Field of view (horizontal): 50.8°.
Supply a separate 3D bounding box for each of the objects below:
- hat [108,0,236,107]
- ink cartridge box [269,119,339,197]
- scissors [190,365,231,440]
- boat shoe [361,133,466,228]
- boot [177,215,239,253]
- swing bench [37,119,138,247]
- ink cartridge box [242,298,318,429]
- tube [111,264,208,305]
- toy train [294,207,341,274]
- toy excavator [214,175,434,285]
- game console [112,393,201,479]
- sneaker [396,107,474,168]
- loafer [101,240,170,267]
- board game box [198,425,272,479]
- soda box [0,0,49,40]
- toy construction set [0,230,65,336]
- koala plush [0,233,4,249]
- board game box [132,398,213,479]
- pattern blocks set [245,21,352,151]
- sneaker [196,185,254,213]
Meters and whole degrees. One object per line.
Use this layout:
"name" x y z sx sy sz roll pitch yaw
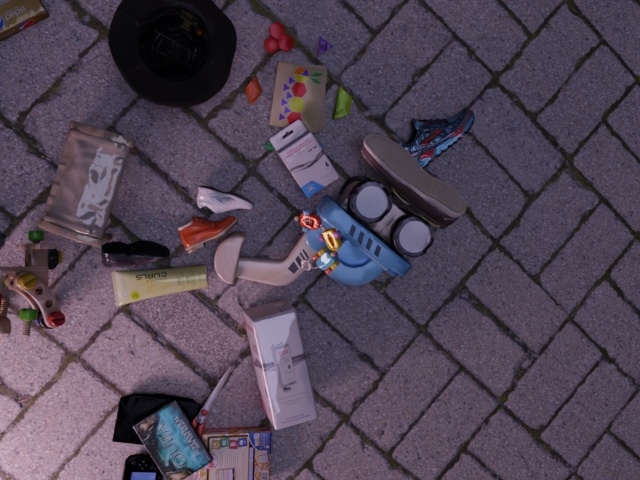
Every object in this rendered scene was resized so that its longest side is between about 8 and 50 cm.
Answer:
"hat" -0.374 -0.466 1.670 0.331 0.134 0.331 5 77 -24
"ink cartridge box" -0.044 -0.216 1.775 0.104 0.060 0.180 -34 108 -1
"scissors" -0.319 0.459 1.750 0.109 0.021 0.297 16 90 -8
"boat shoe" 0.230 -0.153 1.780 0.324 0.097 0.116 37 48 0
"boot" -0.293 -0.037 1.753 0.158 0.059 0.085 -28 94 -9
"swing bench" -0.546 -0.134 1.588 0.165 0.254 0.253 18 89 -13
"ink cartridge box" -0.108 0.311 1.736 0.117 0.207 0.283 -13 95 -13
"tube" -0.410 0.109 1.736 0.240 0.062 0.070 -7 54 -7
"toy train" 0.000 0.000 1.649 0.125 0.046 0.166 15 123 26
"toy excavator" 0.006 0.019 1.760 0.433 0.222 0.445 38 93 -11
"game console" -0.443 0.579 1.761 0.213 0.044 0.361 10 92 -13
"sneaker" 0.306 -0.295 1.848 0.262 0.104 0.125 -39 98 -8
"loafer" -0.473 0.039 1.724 0.170 0.062 0.061 3 131 -19
"board game box" -0.229 0.579 1.807 0.193 0.045 0.147 2 93 -13
"soda box" -0.751 -0.529 1.618 0.181 0.061 0.058 -31 100 -9
"toy construction set" -0.713 0.087 1.555 0.257 0.309 0.237 8 87 -21
"koala plush" -0.878 -0.002 1.538 0.203 0.221 0.196 -37 100 -8
"board game box" -0.376 0.517 1.721 0.126 0.026 0.186 -31 94 -7
"pattern blocks set" -0.057 -0.386 1.795 0.285 0.026 0.325 16 93 -14
"sneaker" -0.250 -0.099 1.765 0.152 0.054 0.061 14 99 -7
